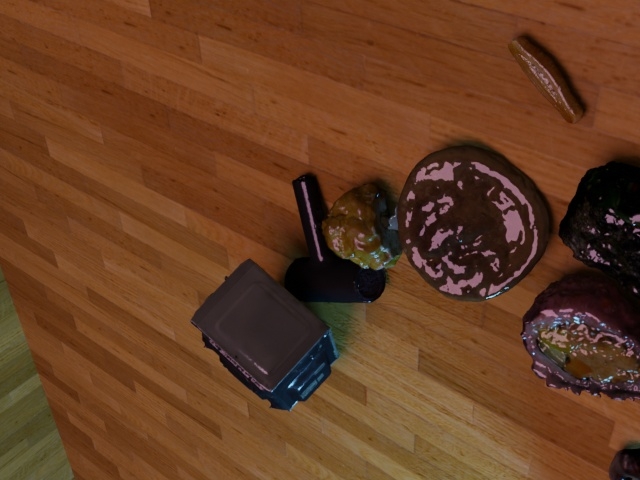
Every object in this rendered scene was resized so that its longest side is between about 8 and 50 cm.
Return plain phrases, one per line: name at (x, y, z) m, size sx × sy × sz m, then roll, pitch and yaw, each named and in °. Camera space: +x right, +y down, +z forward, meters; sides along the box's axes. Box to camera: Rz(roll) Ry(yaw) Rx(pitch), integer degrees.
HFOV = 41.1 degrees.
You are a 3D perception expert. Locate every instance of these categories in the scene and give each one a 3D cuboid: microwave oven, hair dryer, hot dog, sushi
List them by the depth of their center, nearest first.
sushi at (0.420, -0.007, 1.070) m, size 0.225 × 0.124 × 0.127 m, roll 39°, pitch 141°, yaw 26°
hot dog at (0.297, -0.211, 1.109) m, size 0.137 × 0.028 × 0.044 m, roll 53°, pitch 169°, yaw 3°
sushi at (0.409, 0.133, 1.213) m, size 0.241 × 0.107 × 0.161 m, roll 6°, pitch 125°, yaw 34°
hair dryer at (0.000, 0.000, 1.563) m, size 0.197 × 0.089 × 0.251 m, roll 0°, pitch 114°, yaw 47°
microwave oven at (-0.104, 0.199, 1.658) m, size 0.237 × 0.181 × 0.295 m, roll 41°, pitch 169°, yaw 15°

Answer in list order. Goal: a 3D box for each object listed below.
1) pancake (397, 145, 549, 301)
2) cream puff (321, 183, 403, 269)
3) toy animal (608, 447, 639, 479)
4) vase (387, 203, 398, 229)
pancake at (0.221, -0.020, 1.265) m, size 0.242 × 0.050 × 0.241 m, roll 8°, pitch 110°, yaw 23°
cream puff at (0.065, -0.014, 1.439) m, size 0.156 × 0.121 × 0.156 m, roll 25°, pitch 134°, yaw 28°
toy animal at (0.586, 0.447, 1.219) m, size 0.344 × 0.194 × 0.302 m, roll 40°, pitch 148°, yaw 7°
vase at (0.188, -0.012, 1.354) m, size 0.149 × 0.081 × 0.081 m, roll 36°, pitch 141°, yaw 16°
